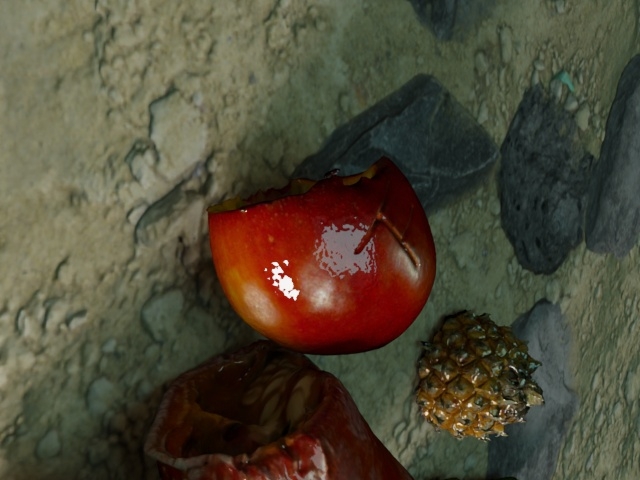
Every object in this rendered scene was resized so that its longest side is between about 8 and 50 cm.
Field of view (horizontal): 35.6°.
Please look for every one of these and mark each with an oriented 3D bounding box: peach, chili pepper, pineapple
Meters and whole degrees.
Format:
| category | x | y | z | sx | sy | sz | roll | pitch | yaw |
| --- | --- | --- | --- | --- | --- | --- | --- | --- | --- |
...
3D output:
| category | x | y | z | sx | sy | sz | roll | pitch | yaw |
| --- | --- | --- | --- | --- | --- | --- | --- | --- | --- |
| peach | 0.000 | 0.000 | 0.915 | 0.196 | 0.190 | 0.226 | -48 | 129 | 6 |
| chili pepper | -0.006 | 0.233 | 0.922 | 0.251 | 0.229 | 0.305 | -75 | 147 | -57 |
| pineapple | 0.217 | 0.175 | 1.228 | 0.176 | 0.137 | 0.161 | 7 | 93 | -49 |

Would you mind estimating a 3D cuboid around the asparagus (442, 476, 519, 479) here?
| category | x | y | z | sx | sy | sz | roll | pitch | yaw |
| --- | --- | --- | --- | --- | --- | --- | --- | --- | --- |
| asparagus | 0.184 | 0.342 | 1.290 | 0.278 | 0.060 | 0.067 | 14 | 68 | -49 |
